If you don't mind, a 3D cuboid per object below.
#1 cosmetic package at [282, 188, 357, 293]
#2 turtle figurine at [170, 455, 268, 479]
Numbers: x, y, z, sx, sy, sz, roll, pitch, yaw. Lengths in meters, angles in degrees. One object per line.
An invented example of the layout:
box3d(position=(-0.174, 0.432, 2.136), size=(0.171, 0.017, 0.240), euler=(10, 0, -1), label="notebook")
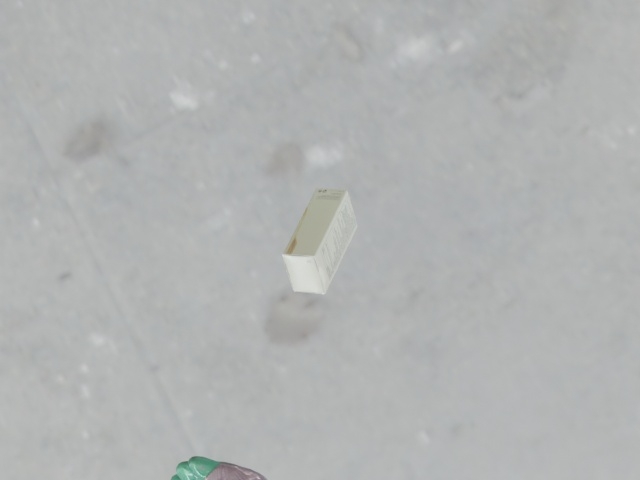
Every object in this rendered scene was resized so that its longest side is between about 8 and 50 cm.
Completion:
box3d(position=(0.000, 0.000, 2.218), size=(0.041, 0.115, 0.060), euler=(4, 132, 23), label="cosmetic package")
box3d(position=(-0.072, 0.240, 1.020), size=(0.118, 0.234, 0.175), euler=(21, 139, -10), label="turtle figurine")
